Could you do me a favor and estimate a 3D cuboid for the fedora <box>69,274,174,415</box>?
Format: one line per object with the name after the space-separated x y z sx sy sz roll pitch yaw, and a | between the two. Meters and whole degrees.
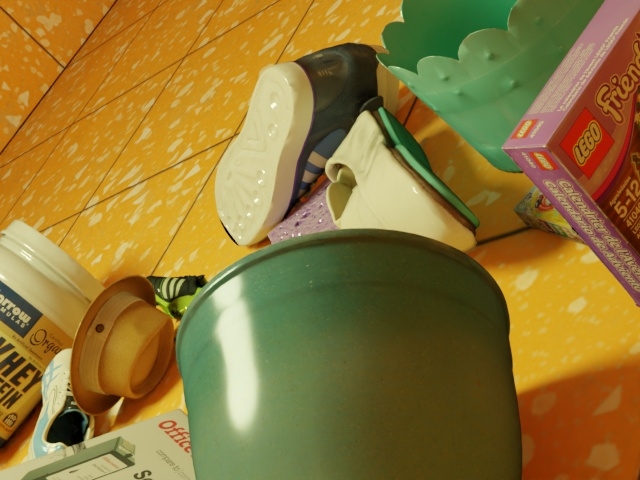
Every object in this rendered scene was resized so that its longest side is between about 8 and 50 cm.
-0.246 0.142 1.503 0.079 0.194 0.194 15 57 22 | fedora

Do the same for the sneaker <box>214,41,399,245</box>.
0.003 -0.131 1.574 0.236 0.130 0.323 -17 -32 -34 | sneaker

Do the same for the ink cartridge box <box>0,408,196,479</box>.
-0.203 0.275 1.019 0.289 0.121 0.211 -17 21 -27 | ink cartridge box

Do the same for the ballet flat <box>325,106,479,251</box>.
0.075 -0.043 1.269 0.139 0.139 0.400 -42 17 8 | ballet flat

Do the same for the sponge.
0.000 0.000 1.437 0.117 0.031 0.210 -43 24 7 | sponge

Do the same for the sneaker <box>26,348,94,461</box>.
-0.334 0.227 1.547 0.086 0.085 0.237 -42 28 24 | sneaker

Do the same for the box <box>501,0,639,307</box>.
0.296 -0.116 0.935 0.293 0.201 0.057 -54 25 -17 | box

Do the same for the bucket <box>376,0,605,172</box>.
0.222 -0.221 1.247 0.281 0.183 0.281 -35 26 20 | bucket

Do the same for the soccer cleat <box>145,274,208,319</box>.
-0.192 0.075 1.606 0.072 0.060 0.179 -42 29 -17 | soccer cleat

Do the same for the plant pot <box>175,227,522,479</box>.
0.028 0.175 0.855 0.271 0.271 0.255 -33 40 26 | plant pot

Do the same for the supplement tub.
-0.494 0.147 1.757 0.316 0.228 0.228 -52 25 -15 | supplement tub

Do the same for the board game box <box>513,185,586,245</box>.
0.262 -0.046 1.092 0.103 0.026 0.154 -48 24 -7 | board game box
